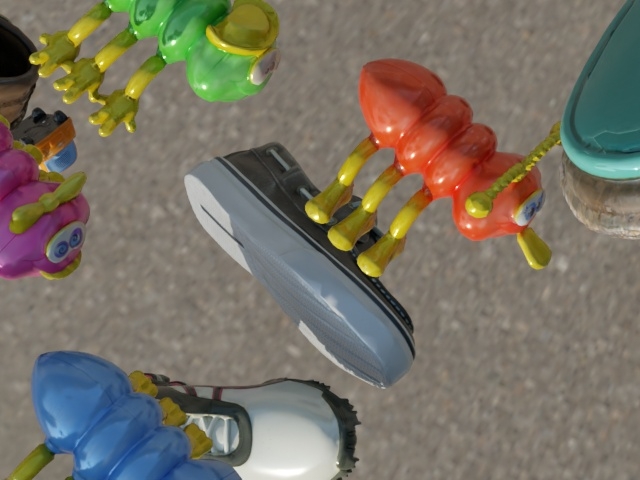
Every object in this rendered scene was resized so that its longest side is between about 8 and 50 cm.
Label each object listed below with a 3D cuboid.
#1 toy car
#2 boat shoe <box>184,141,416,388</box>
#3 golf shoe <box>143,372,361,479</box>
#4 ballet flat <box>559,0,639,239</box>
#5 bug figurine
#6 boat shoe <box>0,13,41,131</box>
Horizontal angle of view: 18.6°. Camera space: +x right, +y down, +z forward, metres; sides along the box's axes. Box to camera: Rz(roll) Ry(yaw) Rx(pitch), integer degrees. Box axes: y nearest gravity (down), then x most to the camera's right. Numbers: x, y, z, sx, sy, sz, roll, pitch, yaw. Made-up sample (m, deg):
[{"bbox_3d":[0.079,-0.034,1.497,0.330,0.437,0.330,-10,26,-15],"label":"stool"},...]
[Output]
[{"bbox_3d":[-0.190,-0.034,1.188,0.060,0.122,0.040,-6,124,43],"label":"toy car"},{"bbox_3d":[0.000,0.000,1.750,0.335,0.119,0.121,45,161,42],"label":"boat shoe"},{"bbox_3d":[-0.095,0.170,1.658,0.272,0.120,0.105,-1,89,34],"label":"golf shoe"},{"bbox_3d":[0.185,-0.089,0.536,0.107,0.316,0.106,11,145,53],"label":"ballet flat"},{"bbox_3d":[-0.043,-0.013,0.713,0.216,0.279,0.072,41,144,6],"label":"bug figurine"},{"bbox_3d":[-0.260,-0.126,0.991,0.257,0.095,0.095,22,143,-27],"label":"boat shoe"}]
